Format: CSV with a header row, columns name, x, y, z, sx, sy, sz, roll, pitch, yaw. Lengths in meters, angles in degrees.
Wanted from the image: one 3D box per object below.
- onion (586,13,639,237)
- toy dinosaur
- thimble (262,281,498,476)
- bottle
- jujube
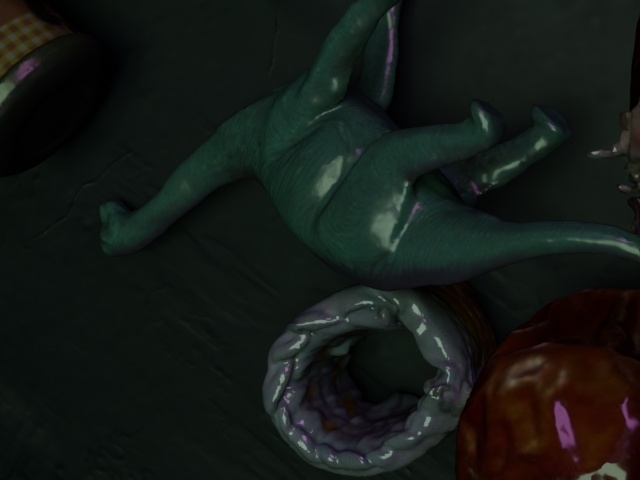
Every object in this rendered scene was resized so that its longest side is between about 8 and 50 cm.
name,x,y,z,sx,sy,sz,roll,pitch,yaw
onion,0.258,-0.058,0.578,0.347,0.285,0.348,36,132,54
toy dinosaur,0.000,0.000,0.857,0.331,0.129,0.383,-52,51,23
thimble,0.044,0.092,0.892,0.151,0.118,0.127,-35,83,24
bottle,-0.296,-0.182,0.972,0.271,0.143,0.156,43,124,11
jujube,0.208,0.206,0.803,0.216,0.216,0.342,-9,111,24
